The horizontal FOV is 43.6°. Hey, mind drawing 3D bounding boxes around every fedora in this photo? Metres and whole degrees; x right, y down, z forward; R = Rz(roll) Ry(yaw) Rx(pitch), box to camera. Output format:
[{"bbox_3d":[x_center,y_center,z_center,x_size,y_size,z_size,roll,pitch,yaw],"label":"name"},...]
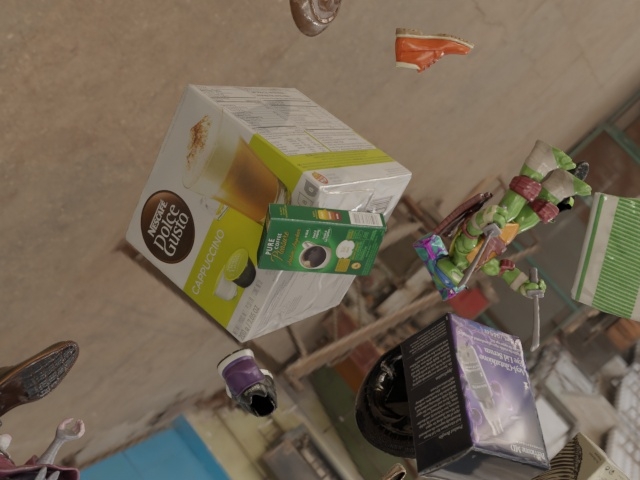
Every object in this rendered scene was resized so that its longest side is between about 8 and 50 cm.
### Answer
[{"bbox_3d":[0.231,0.316,1.518,0.334,0.152,0.334,-27,-151,16],"label":"fedora"}]

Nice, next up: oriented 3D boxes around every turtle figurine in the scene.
[{"bbox_3d":[0.310,0.002,1.209,0.266,0.198,0.274,-50,-167,2],"label":"turtle figurine"}]

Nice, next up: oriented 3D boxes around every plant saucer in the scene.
[{"bbox_3d":[0.000,-0.539,1.720,0.198,0.036,0.198,-32,128,-53],"label":"plant saucer"}]

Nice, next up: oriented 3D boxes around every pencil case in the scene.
[{"bbox_3d":[0.266,0.056,1.781,0.064,0.151,0.070,-28,-173,12],"label":"pencil case"}]

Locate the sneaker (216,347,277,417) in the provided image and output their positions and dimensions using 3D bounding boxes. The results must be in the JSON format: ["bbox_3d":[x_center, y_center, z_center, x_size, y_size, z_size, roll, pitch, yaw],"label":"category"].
[{"bbox_3d":[-0.143,0.343,1.743,0.107,0.124,0.283,-32,153,-5],"label":"sneaker"}]

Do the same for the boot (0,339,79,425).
[{"bbox_3d":[-0.475,0.203,1.195,0.219,0.106,0.082,-39,140,-38],"label":"boot"}]

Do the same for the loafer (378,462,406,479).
[{"bbox_3d":[0.172,0.628,2.047,0.125,0.045,0.039,-52,-163,-5],"label":"loafer"}]

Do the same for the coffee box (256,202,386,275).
[{"bbox_3d":[0.000,0.000,1.236,0.184,0.040,0.113,3,134,-13],"label":"coffee box"}]

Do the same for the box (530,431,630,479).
[{"bbox_3d":[0.475,0.526,1.599,0.275,0.094,0.113,-47,-158,4],"label":"box"}]

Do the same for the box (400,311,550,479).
[{"bbox_3d":[0.211,0.227,1.115,0.153,0.207,0.108,20,137,-31],"label":"box"}]

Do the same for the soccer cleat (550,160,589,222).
[{"bbox_3d":[0.605,-0.116,1.960,0.060,0.072,0.179,37,94,-33],"label":"soccer cleat"}]

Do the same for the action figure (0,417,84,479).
[{"bbox_3d":[-0.506,0.395,1.244,0.370,0.248,0.275,-7,-114,60],"label":"action figure"}]

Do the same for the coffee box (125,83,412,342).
[{"bbox_3d":[-0.098,-0.068,1.512,0.338,0.334,0.337,-15,139,-57],"label":"coffee box"}]

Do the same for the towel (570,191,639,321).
[{"bbox_3d":[0.675,0.049,1.560,0.038,0.325,0.248,-26,127,-65],"label":"towel"}]

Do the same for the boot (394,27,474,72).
[{"bbox_3d":[0.225,-0.375,1.603,0.059,0.158,0.084,-59,155,-79],"label":"boot"}]
